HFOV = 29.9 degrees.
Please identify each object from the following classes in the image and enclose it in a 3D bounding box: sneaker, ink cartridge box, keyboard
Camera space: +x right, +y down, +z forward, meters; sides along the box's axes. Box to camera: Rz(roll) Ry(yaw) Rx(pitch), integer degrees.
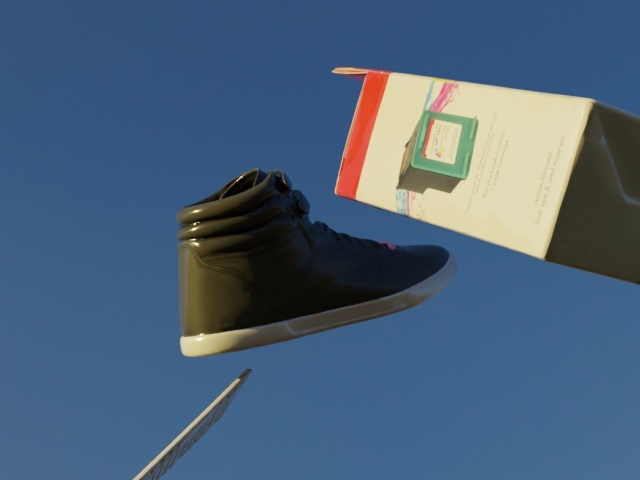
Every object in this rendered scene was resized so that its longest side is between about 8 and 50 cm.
[{"bbox_3d":[0.000,0.000,1.062,0.296,0.146,0.105,-13,5,-34],"label":"sneaker"},{"bbox_3d":[0.105,-0.036,0.652,0.134,0.231,0.078,13,-86,-31],"label":"ink cartridge box"},{"bbox_3d":[-0.134,0.185,0.942,0.014,0.256,0.072,43,-51,4],"label":"keyboard"}]
